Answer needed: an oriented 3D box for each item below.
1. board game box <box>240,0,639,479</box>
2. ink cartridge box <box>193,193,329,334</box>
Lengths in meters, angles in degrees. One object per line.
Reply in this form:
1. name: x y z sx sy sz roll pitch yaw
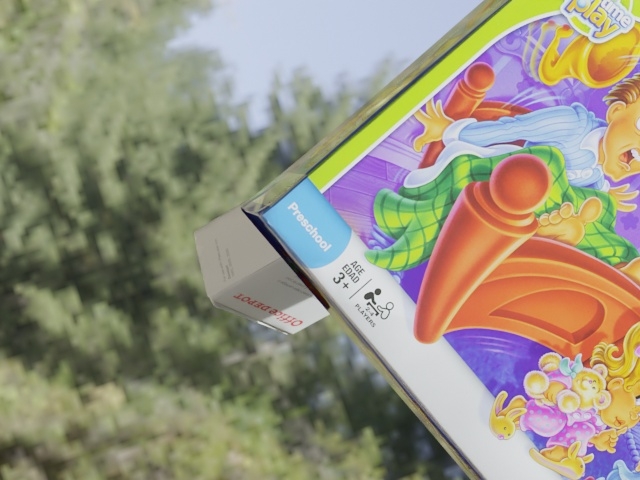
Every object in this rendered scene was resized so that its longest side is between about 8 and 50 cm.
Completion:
1. board game box: 0.160 0.040 1.047 0.347 0.233 0.078 49 -5 -9
2. ink cartridge box: 0.000 0.000 1.178 0.088 0.122 0.052 27 39 -52
